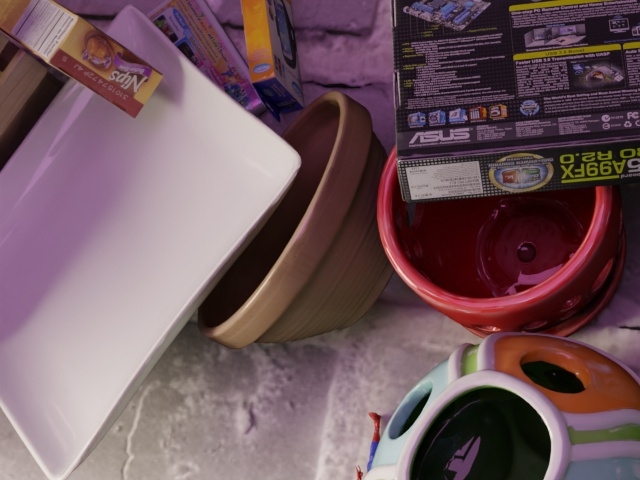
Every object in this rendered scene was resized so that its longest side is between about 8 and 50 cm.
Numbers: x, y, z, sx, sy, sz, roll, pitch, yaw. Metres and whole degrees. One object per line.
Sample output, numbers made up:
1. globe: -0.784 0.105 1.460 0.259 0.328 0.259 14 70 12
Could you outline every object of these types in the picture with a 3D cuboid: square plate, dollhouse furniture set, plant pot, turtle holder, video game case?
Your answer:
1. square plate: -0.189 -0.003 1.663 0.344 0.049 0.347 -52 43 6
2. dollhouse furniture set: -0.371 -0.146 1.732 0.212 0.242 0.161 35 88 26
3. plant pot: 0.000 0.000 1.594 0.110 0.237 0.237 29 83 -15
4. turtle holder: 0.123 0.210 1.445 0.320 0.227 0.243 -33 66 8
5. plant pot: 0.160 -0.010 1.531 0.191 0.174 0.191 -6 71 19
6. video game case: -0.141 -0.146 1.772 0.143 0.019 0.157 -36 64 6

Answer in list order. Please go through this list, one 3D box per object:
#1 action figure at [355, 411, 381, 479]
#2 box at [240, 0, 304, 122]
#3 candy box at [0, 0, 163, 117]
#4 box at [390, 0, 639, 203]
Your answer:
1. action figure: 0.050 0.204 1.586 0.038 0.030 0.115 1 76 15
2. box: -0.045 -0.179 1.712 0.028 0.081 0.136 -15 69 15
3. candy box: -0.234 -0.182 1.696 0.053 0.109 0.187 -55 41 1
4. box: 0.190 -0.142 1.447 0.270 0.060 0.216 -6 55 6
